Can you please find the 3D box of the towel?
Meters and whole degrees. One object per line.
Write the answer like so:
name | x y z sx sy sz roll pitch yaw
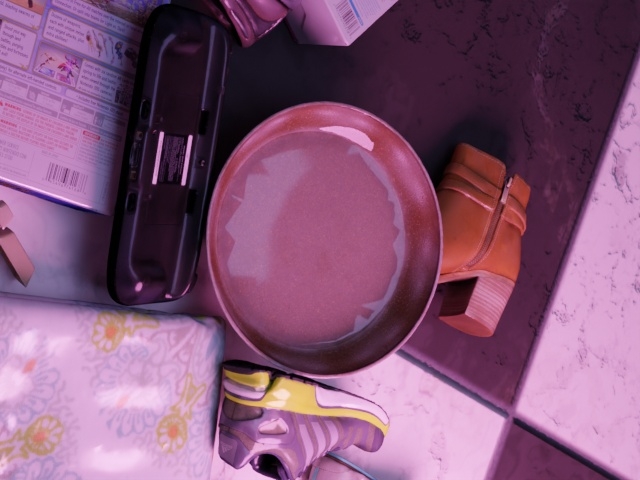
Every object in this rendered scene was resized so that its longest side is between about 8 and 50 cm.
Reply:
towel | -0.262 0.222 1.588 0.374 0.090 0.321 9 89 -43

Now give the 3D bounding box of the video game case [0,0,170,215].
video game case | -0.296 -0.177 1.528 0.269 0.061 0.244 20 82 -43

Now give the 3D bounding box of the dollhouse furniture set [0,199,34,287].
dollhouse furniture set | -0.333 0.017 1.514 0.081 0.091 0.114 -35 121 -17

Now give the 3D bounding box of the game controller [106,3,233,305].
game controller | -0.162 -0.088 1.625 0.166 0.067 0.319 2 98 -61

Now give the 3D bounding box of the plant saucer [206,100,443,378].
plant saucer | 0.000 0.000 1.732 0.310 0.050 0.311 1 87 -31

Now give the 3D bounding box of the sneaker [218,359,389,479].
sneaker | -0.028 0.219 1.775 0.300 0.111 0.121 23 84 -51

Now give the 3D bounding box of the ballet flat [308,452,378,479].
ballet flat | 0.066 0.326 1.912 0.213 0.072 0.068 28 77 -33

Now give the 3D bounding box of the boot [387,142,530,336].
boot | 0.158 -0.032 1.934 0.283 0.109 0.220 31 66 -28

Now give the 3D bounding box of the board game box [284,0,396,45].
board game box | 0.049 -0.404 1.795 0.303 0.097 0.224 -44 123 -28

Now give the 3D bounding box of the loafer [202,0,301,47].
loafer | -0.144 -0.306 1.626 0.302 0.109 0.095 32 100 -40
